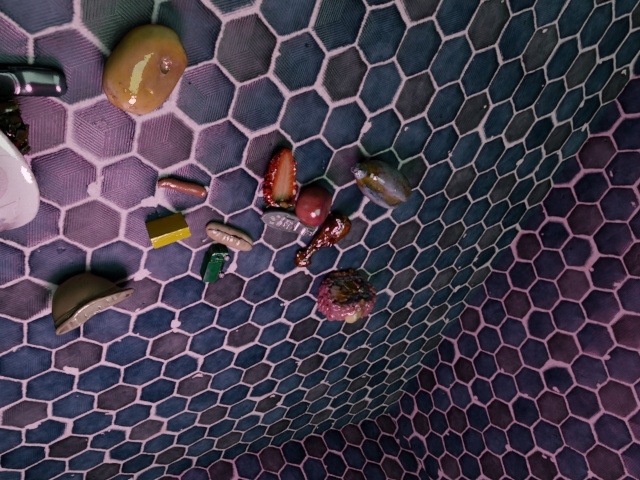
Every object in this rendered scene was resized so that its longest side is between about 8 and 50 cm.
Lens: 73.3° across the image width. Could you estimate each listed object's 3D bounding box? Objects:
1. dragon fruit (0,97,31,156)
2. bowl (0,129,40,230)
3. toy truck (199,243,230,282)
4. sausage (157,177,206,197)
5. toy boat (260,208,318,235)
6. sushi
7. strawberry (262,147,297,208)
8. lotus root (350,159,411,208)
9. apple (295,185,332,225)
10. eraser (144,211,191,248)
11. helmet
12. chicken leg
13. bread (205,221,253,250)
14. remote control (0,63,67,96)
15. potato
[{"bbox_3d":[-0.761,-0.242,0.976,0.189,0.182,0.182,10,127,-3],"label":"dragon fruit"},{"bbox_3d":[-0.838,-0.117,0.861,0.436,0.195,0.434,7,135,7],"label":"bowl"},{"bbox_3d":[-0.389,0.082,1.595,0.079,0.065,0.147,5,126,-32],"label":"toy truck"},{"bbox_3d":[-0.434,-0.168,1.357,0.158,0.036,0.041,8,88,-39],"label":"sausage"},{"bbox_3d":[-0.115,-0.065,1.625,0.261,0.085,0.078,14,119,-41],"label":"toy boat"},{"bbox_3d":[0.116,0.273,1.983,0.270,0.236,0.170,-6,139,-34],"label":"sushi"},{"bbox_3d":[-0.139,-0.214,1.492,0.167,0.087,0.207,-2,104,-57],"label":"strawberry"},{"bbox_3d":[0.224,-0.234,1.664,0.158,0.139,0.322,-31,138,32],"label":"lotus root"},{"bbox_3d":[-0.027,-0.126,1.588,0.153,0.120,0.153,19,90,-81],"label":"apple"},{"bbox_3d":[-0.493,-0.036,1.394,0.123,0.097,0.045,-21,134,-17],"label":"eraser"},{"bbox_3d":[-0.756,0.174,1.389,0.258,0.137,0.204,-33,178,-28],"label":"helmet"},{"bbox_3d":[0.000,0.000,1.771,0.304,0.093,0.113,-41,121,18],"label":"chicken leg"},{"bbox_3d":[-0.322,-0.009,1.565,0.214,0.053,0.073,28,105,-45],"label":"bread"},{"bbox_3d":[-0.710,-0.366,0.990,0.222,0.042,0.072,-8,134,-27],"label":"remote control"},{"bbox_3d":[-0.432,-0.422,1.053,0.233,0.146,0.150,-54,-179,2],"label":"potato"}]
